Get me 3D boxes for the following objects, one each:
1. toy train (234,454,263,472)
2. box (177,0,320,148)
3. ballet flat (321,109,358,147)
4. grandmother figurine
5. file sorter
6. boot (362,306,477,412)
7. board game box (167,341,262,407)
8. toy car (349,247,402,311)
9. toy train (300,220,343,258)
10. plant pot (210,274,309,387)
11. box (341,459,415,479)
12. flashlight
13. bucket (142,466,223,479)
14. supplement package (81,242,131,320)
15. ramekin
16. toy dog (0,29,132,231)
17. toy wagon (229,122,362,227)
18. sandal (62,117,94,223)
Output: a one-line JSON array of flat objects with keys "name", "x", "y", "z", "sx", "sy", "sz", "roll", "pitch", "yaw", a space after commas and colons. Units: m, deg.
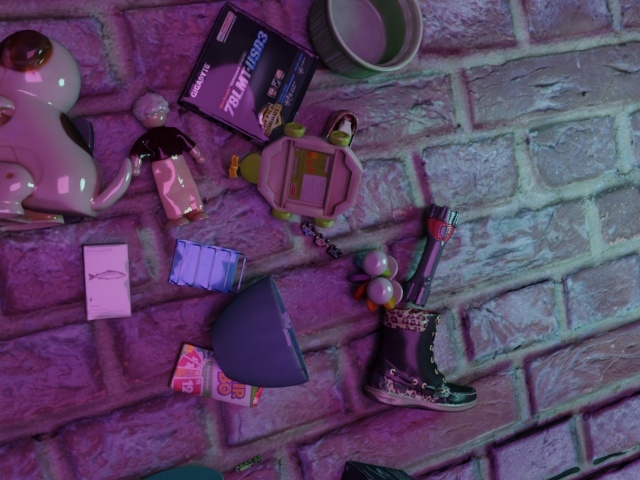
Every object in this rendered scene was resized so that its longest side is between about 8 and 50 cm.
[{"name": "toy train", "x": -0.197, "y": 0.621, "z": 1.756, "sx": 0.083, "sy": 0.023, "sz": 0.017, "roll": -21, "pitch": 100, "yaw": -20}, {"name": "box", "x": -0.186, "y": -0.427, "z": 1.686, "sx": 0.293, "sy": 0.073, "sz": 0.296, "roll": 27, "pitch": 82, "yaw": -22}, {"name": "ballet flat", "x": 0.024, "y": -0.223, "z": 1.761, "sx": 0.107, "sy": 0.106, "sz": 0.316, "roll": 20, "pitch": 85, "yaw": -21}, {"name": "grandmother figurine", "x": -0.394, "y": -0.206, "z": 1.602, "sx": 0.207, "sy": 0.104, "sz": 0.343, "roll": -22, "pitch": 99, "yaw": -48}, {"name": "file sorter", "x": -0.292, "y": 0.072, "z": 1.647, "sx": 0.170, "sy": 0.104, "sz": 0.118, "roll": 13, "pitch": 88, "yaw": -23}, {"name": "boot", "x": 0.321, "y": 0.355, "z": 1.901, "sx": 0.377, "sy": 0.138, "sz": 0.284, "roll": 10, "pitch": 89, "yaw": -17}, {"name": "board game box", "x": -0.267, "y": 0.367, "z": 1.711, "sx": 0.259, "sy": 0.039, "sz": 0.124, "roll": 20, "pitch": 85, "yaw": -25}, {"name": "toy car", "x": 0.150, "y": 0.116, "z": 1.820, "sx": 0.136, "sy": 0.159, "sz": 0.182, "roll": -15, "pitch": 75, "yaw": 21}, {"name": "toy train", "x": 0.000, "y": 0.000, "z": 1.806, "sx": 0.158, "sy": 0.027, "sz": 0.036, "roll": 40, "pitch": 89, "yaw": -19}, {"name": "plant pot", "x": -0.168, "y": 0.259, "z": 1.632, "sx": 0.195, "sy": 0.290, "sz": 0.290, "roll": -21, "pitch": 101, "yaw": -2}, {"name": "box", "x": 0.180, "y": 0.733, "z": 1.847, "sx": 0.207, "sy": 0.153, "sz": 0.108, "roll": 18, "pitch": 86, "yaw": -21}, {"name": "flashlight", "x": 0.324, "y": 0.045, "z": 1.907, "sx": 0.103, "sy": 0.103, "sz": 0.304, "roll": 23, "pitch": 88, "yaw": -56}, {"name": "bucket", "x": -0.351, "y": 0.697, "z": 1.570, "sx": 0.281, "sy": 0.281, "sz": 0.183, "roll": -6, "pitch": 93, "yaw": -22}, {"name": "supplement package", "x": -0.525, "y": 0.097, "z": 1.552, "sx": 0.105, "sy": 0.105, "sz": 0.179, "roll": -4, "pitch": 94, "yaw": -21}, {"name": "ramekin", "x": 0.116, "y": -0.593, "z": 1.738, "sx": 0.303, "sy": 0.148, "sz": 0.304, "roll": 2, "pitch": 85, "yaw": -29}, {"name": "toy dog", "x": -0.629, "y": -0.247, "z": 1.376, "sx": 0.395, "sy": 0.284, "sz": 0.408, "roll": -7, "pitch": 85, "yaw": 11}, {"name": "toy wagon", "x": -0.067, "y": -0.179, "z": 1.678, "sx": 0.344, "sy": 0.068, "sz": 0.267, "roll": 11, "pitch": 121, "yaw": -1}, {"name": "sandal", "x": -0.597, "y": -0.169, "z": 1.536, "sx": 0.097, "sy": 0.054, "sz": 0.255, "roll": 7, "pitch": 90, "yaw": 10}]
